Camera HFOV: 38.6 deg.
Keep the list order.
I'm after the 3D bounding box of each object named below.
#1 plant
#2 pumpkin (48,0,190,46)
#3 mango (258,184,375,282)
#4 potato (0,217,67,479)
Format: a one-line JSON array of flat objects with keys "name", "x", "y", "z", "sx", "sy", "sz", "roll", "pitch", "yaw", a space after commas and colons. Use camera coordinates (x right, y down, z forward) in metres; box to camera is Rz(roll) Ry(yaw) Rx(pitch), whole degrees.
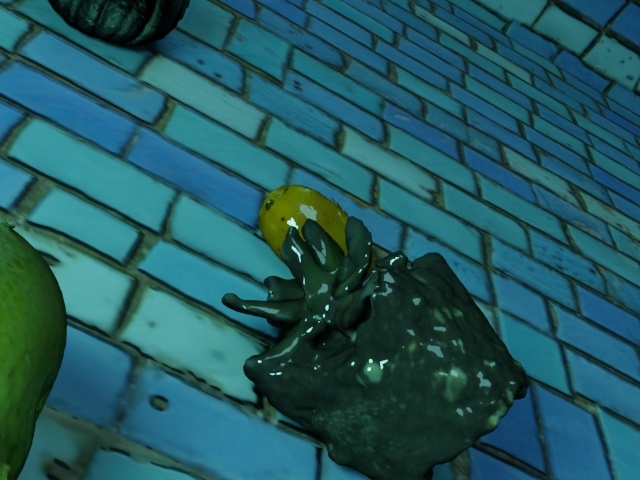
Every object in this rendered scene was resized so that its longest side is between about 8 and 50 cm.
[{"name": "plant", "x": 0.050, "y": 0.095, "z": 0.871, "sx": 0.276, "sy": 0.188, "sz": 0.199, "roll": 43, "pitch": 29, "yaw": 15}, {"name": "pumpkin", "x": -0.282, "y": -0.369, "z": 1.267, "sx": 0.220, "sy": 0.162, "sz": 0.220, "roll": 23, "pitch": 36, "yaw": -18}, {"name": "mango", "x": 0.001, "y": -0.003, "z": 1.081, "sx": 0.159, "sy": 0.084, "sz": 0.105, "roll": 28, "pitch": 35, "yaw": -12}, {"name": "potato", "x": -0.330, "y": 0.063, "z": 0.505, "sx": 0.359, "sy": 0.219, "sz": 0.270, "roll": 15, "pitch": 24, "yaw": -19}]
